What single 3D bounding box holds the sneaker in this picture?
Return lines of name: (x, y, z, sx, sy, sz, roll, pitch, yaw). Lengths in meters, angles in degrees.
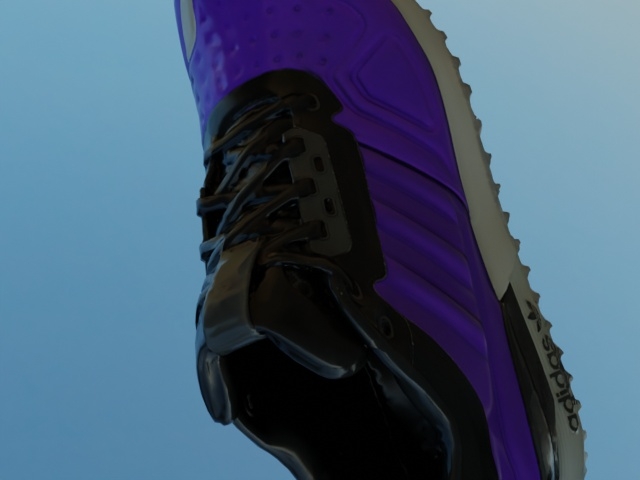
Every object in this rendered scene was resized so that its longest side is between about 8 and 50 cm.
sneaker: (0.001, 0.000, 0.465, 0.146, 0.102, 0.293, -16, -102, -53)
